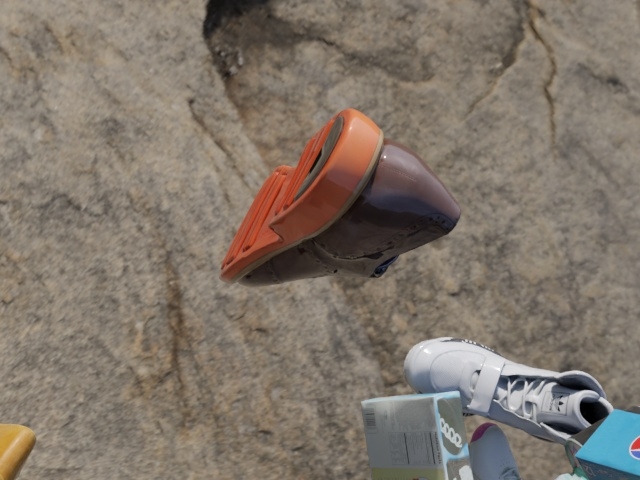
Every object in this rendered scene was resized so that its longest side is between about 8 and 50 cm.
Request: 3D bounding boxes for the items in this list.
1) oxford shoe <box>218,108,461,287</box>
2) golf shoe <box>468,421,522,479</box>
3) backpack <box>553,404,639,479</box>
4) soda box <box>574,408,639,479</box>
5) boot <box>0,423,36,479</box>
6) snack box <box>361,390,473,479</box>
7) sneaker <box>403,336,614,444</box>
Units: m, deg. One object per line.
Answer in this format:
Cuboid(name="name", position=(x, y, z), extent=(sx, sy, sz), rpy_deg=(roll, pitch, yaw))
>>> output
Cuboid(name="oxford shoe", position=(0.000, 0.000, 0.618), extent=(0.098, 0.271, 0.097), rpy_deg=(29, 72, -13))
Cuboid(name="golf shoe", position=(0.349, 0.480, 1.588), extent=(0.115, 0.140, 0.306), rpy_deg=(-14, 95, -39))
Cuboid(name="backpack", position=(0.379, 0.341, 0.971), extent=(0.191, 0.225, 0.253), rpy_deg=(-30, 103, -7))
Cuboid(name="soda box", position=(0.333, 0.212, 0.776), extent=(0.071, 0.210, 0.067), rpy_deg=(-40, 109, -23))
Cuboid(name="boot", position=(-0.399, 0.294, 1.007), extent=(0.104, 0.295, 0.211), rpy_deg=(51, 49, -16))
Cuboid(name="snack box", position=(0.162, 0.406, 1.390), extent=(0.060, 0.187, 0.322), rpy_deg=(-2, 80, -36))
Cuboid(name="sneaker", position=(0.335, 0.256, 1.507), extent=(0.366, 0.210, 0.137), rpy_deg=(21, 77, -12))
